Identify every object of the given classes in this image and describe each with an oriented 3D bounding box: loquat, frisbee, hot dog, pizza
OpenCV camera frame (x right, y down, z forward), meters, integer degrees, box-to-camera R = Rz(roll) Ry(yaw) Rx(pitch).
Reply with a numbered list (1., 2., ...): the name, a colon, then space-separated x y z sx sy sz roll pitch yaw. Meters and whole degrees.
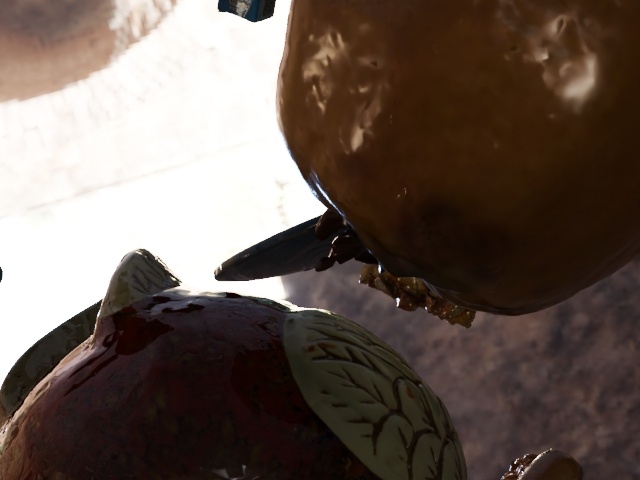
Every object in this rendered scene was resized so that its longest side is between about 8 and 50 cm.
1. loquat: 0.079 -0.072 0.530 0.234 0.187 0.176 -48 -176 -2
2. frisbee: 0.002 0.005 1.702 0.289 0.049 0.289 -23 176 -2
3. hot dog: 0.126 0.200 0.920 0.055 0.072 0.188 37 -139 13
4. pizza: 0.120 0.021 1.342 0.175 0.134 0.046 -40 151 24

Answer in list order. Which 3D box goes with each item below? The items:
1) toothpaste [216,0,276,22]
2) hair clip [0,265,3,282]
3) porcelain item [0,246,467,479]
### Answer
1. toothpaste: -0.077 -0.414 1.714 0.065 0.266 0.050 24 -151 22
2. hair clip: -0.349 0.102 1.086 0.070 0.039 0.229 14 -120 40
3. porcelain item: -0.042 0.116 0.680 0.253 0.253 0.253 -13 -164 4
